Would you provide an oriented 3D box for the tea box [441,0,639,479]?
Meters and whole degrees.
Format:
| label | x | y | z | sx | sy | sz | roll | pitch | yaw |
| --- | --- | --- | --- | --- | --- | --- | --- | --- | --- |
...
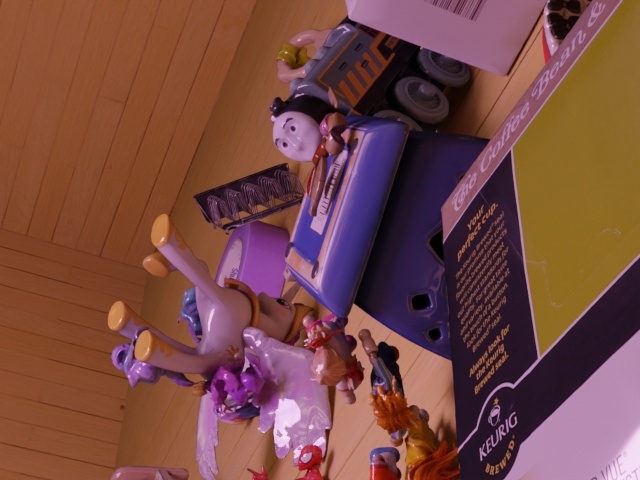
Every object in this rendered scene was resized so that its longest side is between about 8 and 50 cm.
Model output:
| label | x | y | z | sx | sy | sz | roll | pitch | yaw |
| --- | --- | --- | --- | --- | --- | --- | --- | --- | --- |
| tea box | 0.237 | 0.019 | 0.548 | 0.329 | 0.220 | 0.324 | 122 | 158 | -44 |

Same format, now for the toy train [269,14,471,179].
| label | x | y | z | sx | sy | sz | roll | pitch | yaw |
| --- | --- | --- | --- | --- | --- | --- | --- | --- | --- |
| toy train | 0.063 | -0.180 | 1.332 | 0.334 | 0.190 | 0.142 | -56 | -3 | -45 |

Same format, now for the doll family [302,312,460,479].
| label | x | y | z | sx | sy | sz | roll | pitch | yaw |
| --- | --- | --- | --- | --- | --- | --- | --- | --- | --- |
| doll family | 0.075 | 0.180 | 1.057 | 0.163 | 0.118 | 0.263 | -73 | -37 | -78 |

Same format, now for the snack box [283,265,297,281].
| label | x | y | z | sx | sy | sz | roll | pitch | yaw |
| --- | --- | --- | --- | --- | --- | --- | --- | --- | --- |
| snack box | 0.000 | 0.000 | 1.711 | 0.178 | 0.064 | 0.022 | -62 | 38 | 34 |

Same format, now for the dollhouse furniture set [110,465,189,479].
| label | x | y | z | sx | sy | sz | roll | pitch | yaw |
| --- | --- | --- | --- | --- | --- | --- | --- | --- | --- |
| dollhouse furniture set | -0.344 | 0.634 | 1.772 | 0.362 | 0.256 | 0.394 | 38 | 116 | 63 |

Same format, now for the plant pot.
| label | x | y | z | sx | sy | sz | roll | pitch | yaw |
| --- | --- | --- | --- | --- | --- | --- | --- | --- | --- |
| plant pot | 0.096 | -0.014 | 1.106 | 0.236 | 0.212 | 0.236 | -143 | 71 | -75 |

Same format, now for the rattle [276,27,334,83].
| label | x | y | z | sx | sy | sz | roll | pitch | yaw |
| --- | --- | --- | --- | --- | --- | --- | --- | --- | --- |
| rattle | 0.018 | -0.369 | 2.135 | 0.199 | 0.143 | 0.130 | -21 | 35 | 25 |

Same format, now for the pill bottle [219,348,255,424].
| label | x | y | z | sx | sy | sz | roll | pitch | yaw |
| --- | --- | --- | --- | --- | --- | --- | --- | --- | --- |
| pill bottle | -0.144 | 0.259 | 1.907 | 0.086 | 0.086 | 0.152 | -99 | 30 | -59 |

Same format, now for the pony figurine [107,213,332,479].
| label | x | y | z | sx | sy | sz | roll | pitch | yaw |
| --- | --- | --- | --- | --- | --- | --- | --- | --- | --- |
| pony figurine | -0.144 | 0.174 | 1.576 | 0.302 | 0.363 | 0.351 | -19 | 56 | 38 |

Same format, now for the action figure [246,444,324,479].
| label | x | y | z | sx | sy | sz | roll | pitch | yaw |
| --- | --- | --- | --- | --- | --- | --- | --- | --- | --- |
| action figure | -0.074 | 0.409 | 1.412 | 0.091 | 0.139 | 0.280 | 168 | 120 | -72 |

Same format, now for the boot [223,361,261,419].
| label | x | y | z | sx | sy | sz | roll | pitch | yaw |
| --- | --- | --- | --- | --- | --- | --- | --- | --- | --- |
| boot | -0.093 | 0.248 | 1.792 | 0.190 | 0.086 | 0.069 | -27 | 32 | 31 |

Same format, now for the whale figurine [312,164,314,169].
| label | x | y | z | sx | sy | sz | roll | pitch | yaw |
| --- | --- | --- | --- | --- | --- | --- | --- | --- | --- |
| whale figurine | 0.032 | -0.174 | 1.638 | 0.272 | 0.141 | 0.216 | 142 | 142 | -63 |

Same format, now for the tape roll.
| label | x | y | z | sx | sy | sz | roll | pitch | yaw |
| --- | --- | --- | --- | --- | --- | --- | --- | --- | --- |
| tape roll | -0.152 | 0.094 | 2.111 | 0.275 | 0.090 | 0.275 | -164 | 90 | -74 |

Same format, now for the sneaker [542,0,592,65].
| label | x | y | z | sx | sy | sz | roll | pitch | yaw |
| --- | --- | --- | --- | --- | --- | --- | --- | --- | --- |
| sneaker | 0.236 | -0.116 | 0.937 | 0.118 | 0.107 | 0.279 | 111 | 170 | -51 |

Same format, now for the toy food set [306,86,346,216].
| label | x | y | z | sx | sy | sz | roll | pitch | yaw |
| --- | --- | --- | --- | --- | --- | --- | --- | --- | --- |
| toy food set | 0.008 | -0.091 | 1.062 | 0.078 | 0.019 | 0.122 | -107 | 28 | -65 |

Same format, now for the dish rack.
| label | x | y | z | sx | sy | sz | roll | pitch | yaw |
| --- | --- | --- | --- | --- | --- | --- | --- | --- | --- |
| dish rack | -0.127 | -0.082 | 2.023 | 0.271 | 0.208 | 0.074 | -155 | 44 | -75 |

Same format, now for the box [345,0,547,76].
| label | x | y | z | sx | sy | sz | roll | pitch | yaw |
| --- | --- | --- | --- | --- | --- | --- | --- | --- | --- |
| box | 0.149 | -0.385 | 1.317 | 0.345 | 0.215 | 0.168 | -97 | 28 | -55 |
